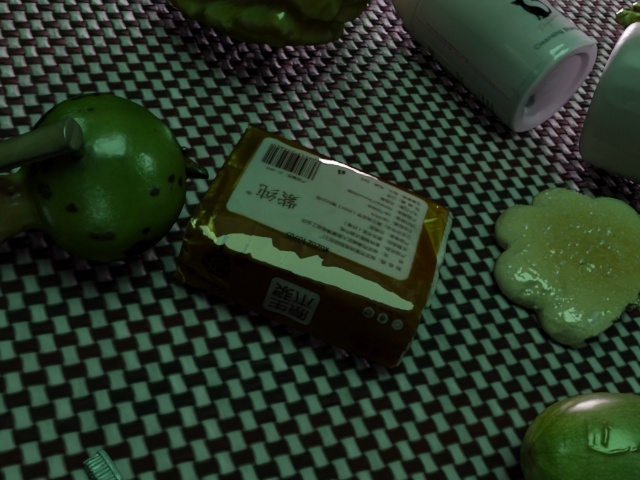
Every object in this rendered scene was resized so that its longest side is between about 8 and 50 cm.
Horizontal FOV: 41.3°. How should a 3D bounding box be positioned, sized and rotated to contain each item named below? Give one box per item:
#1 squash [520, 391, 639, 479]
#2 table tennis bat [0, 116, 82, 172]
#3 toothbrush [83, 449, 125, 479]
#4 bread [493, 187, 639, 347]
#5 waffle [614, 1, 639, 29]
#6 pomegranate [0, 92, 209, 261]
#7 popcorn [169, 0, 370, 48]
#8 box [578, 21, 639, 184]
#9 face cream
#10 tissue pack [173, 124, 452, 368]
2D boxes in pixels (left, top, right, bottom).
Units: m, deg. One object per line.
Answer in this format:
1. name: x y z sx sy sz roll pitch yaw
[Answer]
1. squash: 0.346 0.206 0.739 0.370 0.118 0.118 12 47 -13
2. table tennis bat: -0.300 -0.055 0.682 0.246 0.022 0.138 -14 53 18
3. toothbrush: -0.102 0.236 0.602 0.019 0.016 0.219 -28 64 -36
4. bread: 0.291 0.012 0.947 0.251 0.039 0.182 -23 62 -35
5. waffle: 0.584 -0.310 1.344 0.223 0.054 0.204 -28 64 -36
6. pomegranate: -0.213 -0.035 0.733 0.220 0.156 0.156 -37 66 -7
7. popcorn: -0.046 -0.352 0.988 0.247 0.282 0.282 -16 56 -47
8. box: 0.432 -0.127 1.029 0.206 0.262 0.291 25 87 22
9. face cream: 0.180 -0.314 1.122 0.145 0.145 0.370 -25 63 -36
10. tissue pack: 0.000 0.000 0.804 0.226 0.092 0.183 24 45 -1
